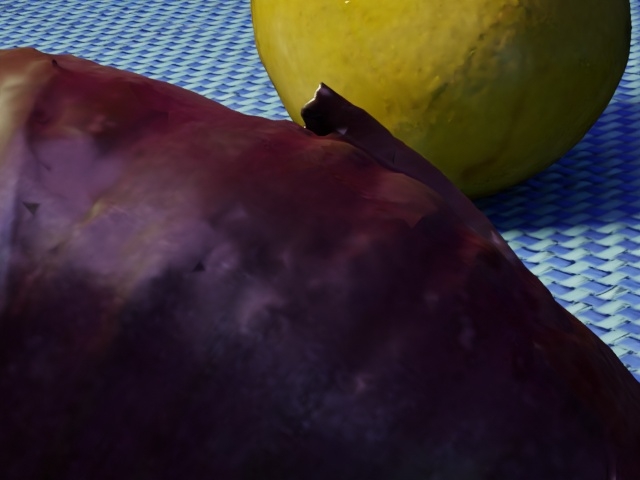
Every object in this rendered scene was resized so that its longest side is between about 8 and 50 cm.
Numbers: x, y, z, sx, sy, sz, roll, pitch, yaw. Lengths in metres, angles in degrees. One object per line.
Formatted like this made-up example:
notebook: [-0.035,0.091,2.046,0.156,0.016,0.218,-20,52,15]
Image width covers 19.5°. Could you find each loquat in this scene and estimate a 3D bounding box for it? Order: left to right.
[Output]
loquat: [0.087,-0.164,1.281,0.274,0.275,0.275,-7,20,2]

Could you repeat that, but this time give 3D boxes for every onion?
onion: [-0.061,0.126,0.491,0.347,0.348,0.285,5,39,31]
